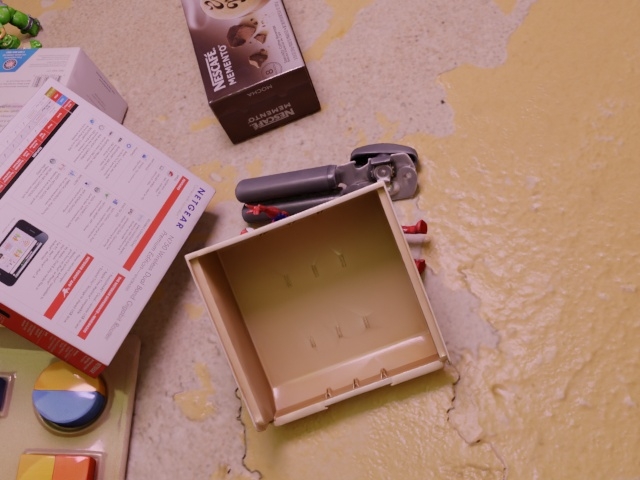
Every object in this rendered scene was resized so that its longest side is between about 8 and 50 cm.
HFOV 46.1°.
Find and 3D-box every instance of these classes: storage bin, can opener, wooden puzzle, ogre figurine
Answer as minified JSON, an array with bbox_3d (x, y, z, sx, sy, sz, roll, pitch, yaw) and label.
[{"bbox_3d":[0.004,0.088,0.983,0.262,0.123,0.260,-21,94,5],"label":"storage bin"},{"bbox_3d":[0.013,-0.091,1.170,0.283,0.076,0.095,-8,31,13],"label":"can opener"},{"bbox_3d":[-0.433,0.277,1.050,0.322,0.080,0.348,3,63,-3],"label":"wooden puzzle"},{"bbox_3d":[-0.621,-0.372,1.448,0.097,0.118,0.197,36,79,27],"label":"ogre figurine"}]

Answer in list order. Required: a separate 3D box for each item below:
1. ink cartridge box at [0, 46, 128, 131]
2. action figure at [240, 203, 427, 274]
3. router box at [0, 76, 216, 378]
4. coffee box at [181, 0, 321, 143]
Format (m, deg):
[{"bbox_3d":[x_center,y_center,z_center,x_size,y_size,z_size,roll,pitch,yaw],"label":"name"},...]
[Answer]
[{"bbox_3d":[-0.470,-0.183,1.283,0.171,0.168,0.233,4,66,19],"label":"ink cartridge box"},{"bbox_3d":[0.000,0.000,1.076,0.280,0.139,0.092,3,90,20],"label":"action figure"},{"bbox_3d":[-0.358,-0.023,1.082,0.301,0.082,0.335,35,55,-12],"label":"router box"},{"bbox_3d":[-0.126,-0.336,1.287,0.168,0.119,0.297,-20,61,5],"label":"coffee box"}]
